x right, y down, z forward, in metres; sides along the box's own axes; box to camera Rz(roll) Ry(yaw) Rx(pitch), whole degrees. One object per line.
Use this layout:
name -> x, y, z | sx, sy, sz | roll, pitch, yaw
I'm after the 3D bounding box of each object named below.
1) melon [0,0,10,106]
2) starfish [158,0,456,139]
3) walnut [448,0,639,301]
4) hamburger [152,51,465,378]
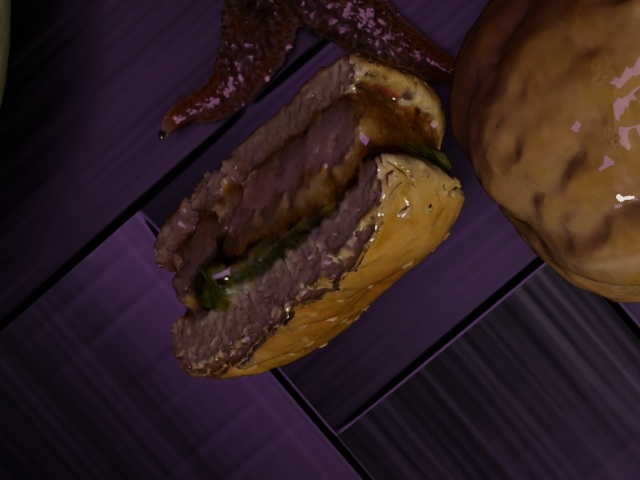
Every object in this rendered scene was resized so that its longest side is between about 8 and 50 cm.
melon -> -0.327, -0.099, 1.066 | 0.268, 0.268, 0.330 | 20, 110, 5
starfish -> -0.032, -0.144, 1.138 | 0.247, 0.050, 0.138 | -8, 95, 15
walnut -> 0.208, -0.087, 1.025 | 0.257, 0.257, 0.224 | -36, 123, 9
hamburger -> 0.000, 0.000, 1.082 | 0.262, 0.131, 0.124 | -37, 58, 47
